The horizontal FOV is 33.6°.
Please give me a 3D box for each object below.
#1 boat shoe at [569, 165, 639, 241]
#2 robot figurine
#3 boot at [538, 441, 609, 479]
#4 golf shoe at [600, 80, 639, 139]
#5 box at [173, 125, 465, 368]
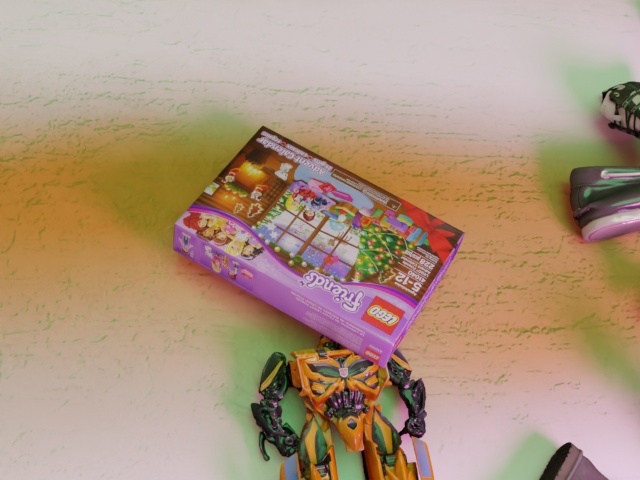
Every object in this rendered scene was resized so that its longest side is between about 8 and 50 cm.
[{"bbox_3d":[0.489,-0.079,1.393,0.335,0.112,0.095,-11,75,-9],"label":"boat shoe"},{"bbox_3d":[0.036,0.241,1.212,0.211,0.085,0.291,-6,70,-12],"label":"robot figurine"},{"bbox_3d":[0.335,0.358,1.227,0.208,0.076,0.189,38,70,0],"label":"boot"},{"bbox_3d":[0.420,-0.158,1.402,0.094,0.077,0.198,0,23,7],"label":"golf shoe"},{"bbox_3d":[0.000,0.000,1.272,0.293,0.057,0.201,28,53,11],"label":"box"}]
